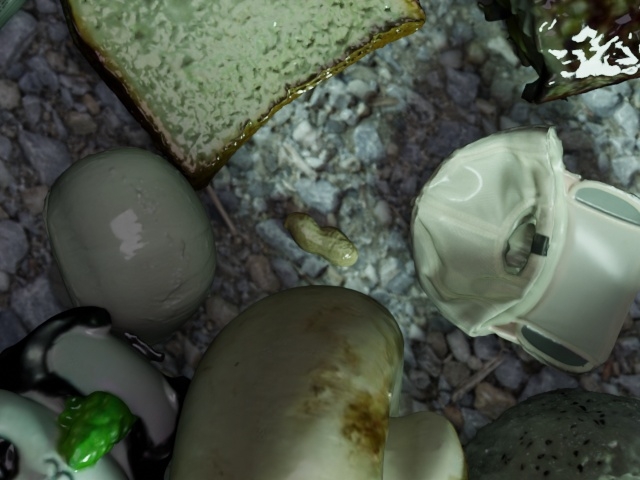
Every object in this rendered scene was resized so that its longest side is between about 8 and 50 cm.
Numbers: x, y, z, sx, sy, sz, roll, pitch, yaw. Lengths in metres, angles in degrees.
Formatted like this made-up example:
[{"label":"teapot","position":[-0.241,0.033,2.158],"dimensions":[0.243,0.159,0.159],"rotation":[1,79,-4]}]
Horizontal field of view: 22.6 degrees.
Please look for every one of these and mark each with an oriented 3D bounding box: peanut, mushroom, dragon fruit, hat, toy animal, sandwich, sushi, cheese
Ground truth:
[{"label":"peanut","position":[0.000,0.000,1.624],"dimensions":[0.083,0.037,0.037],"rotation":[29,85,-3]},{"label":"mushroom","position":[0.017,0.221,1.446],"dimensions":[0.295,0.362,0.362],"rotation":[4,86,5]},{"label":"dragon fruit","position":[0.234,0.283,1.531],"dimensions":[0.204,0.221,0.283],"rotation":[4,87,-7]},{"label":"hat","position":[0.216,0.012,1.619],"dimensions":[0.226,0.164,0.219],"rotation":[30,83,-40]},{"label":"toy animal","position":[-0.237,0.198,1.432],"dimensions":[0.212,0.267,0.212],"rotation":[8,124,13]},{"label":"sandwich","position":[-0.091,-0.238,1.605],"dimensions":[0.301,0.099,0.271],"rotation":[-36,85,-2]},{"label":"sushi","position":[0.293,-0.305,1.541],"dimensions":[0.294,0.281,0.299],"rotation":[-18,94,1]},{"label":"cheese","position":[-0.180,0.002,1.536],"dimensions":[0.154,0.189,0.198],"rotation":[-20,88,-4]}]

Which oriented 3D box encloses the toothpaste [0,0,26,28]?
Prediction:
[{"label":"toothpaste","position":[-0.332,-0.239,1.622],"dimensions":[0.064,0.041,0.218],"rotation":[37,81,5]}]
